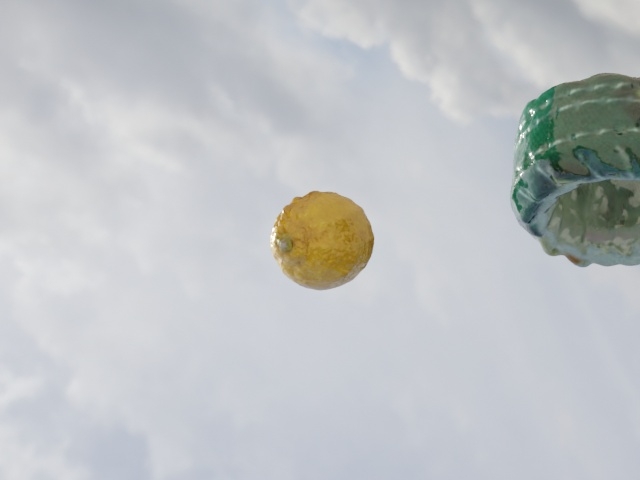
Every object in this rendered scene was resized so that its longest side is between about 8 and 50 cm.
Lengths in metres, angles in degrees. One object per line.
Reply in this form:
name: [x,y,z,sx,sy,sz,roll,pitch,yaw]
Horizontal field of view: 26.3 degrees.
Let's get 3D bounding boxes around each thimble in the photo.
thimble: [0.390,-0.089,1.760,0.254,0.288,0.167,61,-151,-50]

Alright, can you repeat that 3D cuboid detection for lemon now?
lemon: [0.000,0.000,1.932,0.142,0.142,0.187,40,-157,21]
